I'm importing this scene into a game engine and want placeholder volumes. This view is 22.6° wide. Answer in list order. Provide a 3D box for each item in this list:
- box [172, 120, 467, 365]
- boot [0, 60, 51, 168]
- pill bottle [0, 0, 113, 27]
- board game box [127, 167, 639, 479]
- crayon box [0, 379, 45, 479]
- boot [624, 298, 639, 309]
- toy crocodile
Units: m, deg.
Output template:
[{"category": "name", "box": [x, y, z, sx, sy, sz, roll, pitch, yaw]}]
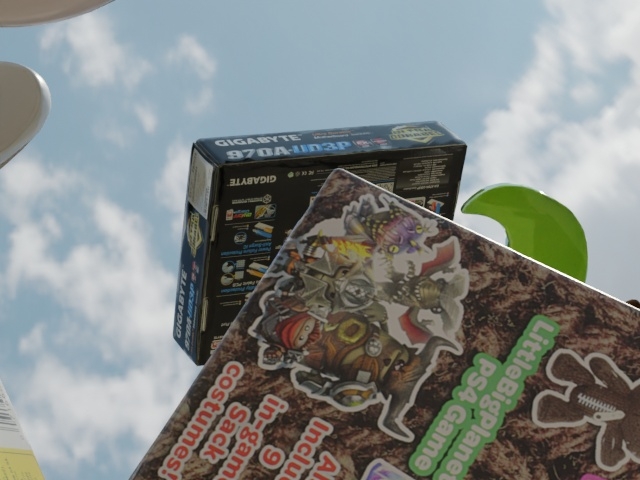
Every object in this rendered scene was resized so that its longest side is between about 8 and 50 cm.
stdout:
[{"category": "box", "box": [0.000, 0.000, 1.260, 0.220, 0.051, 0.175, -7, -59, -27]}, {"category": "boot", "box": [-0.321, -0.067, 1.397, 0.258, 0.123, 0.095, -25, -109, 17]}, {"category": "pill bottle", "box": [-0.081, -0.212, 0.558, 0.161, 0.283, 0.161, 7, -50, 9]}, {"category": "board game box", "box": [0.103, 0.138, 0.584, 0.291, 0.232, 0.141, 26, -111, 19]}, {"category": "crayon box", "box": [-0.276, 0.132, 1.003, 0.081, 0.318, 0.202, -29, -105, 5]}, {"category": "boot", "box": [0.417, 0.100, 1.526, 0.283, 0.109, 0.220, -32, -76, 12]}, {"category": "toy crocodile", "box": [0.091, 0.130, 0.964, 0.105, 0.115, 0.341, 18, -72, 2]}]
